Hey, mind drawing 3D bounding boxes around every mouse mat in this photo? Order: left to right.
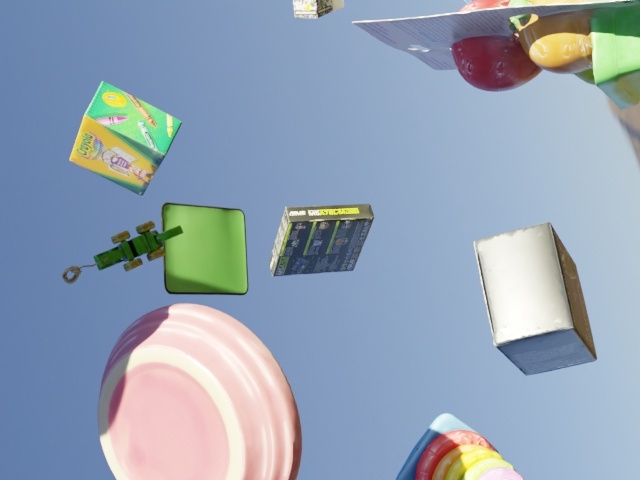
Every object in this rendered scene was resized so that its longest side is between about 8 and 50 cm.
[{"bbox_3d":[-0.193,0.016,1.986,0.190,0.007,0.152,4,-100,-46],"label":"mouse mat"}]

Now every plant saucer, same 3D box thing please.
[{"bbox_3d":[-0.183,0.255,1.604,0.084,0.332,0.332,-20,-90,-56],"label":"plant saucer"}]

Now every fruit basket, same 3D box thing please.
[{"bbox_3d":[0.253,-0.242,1.321,0.327,0.353,0.165,3,-89,-68],"label":"fruit basket"}]

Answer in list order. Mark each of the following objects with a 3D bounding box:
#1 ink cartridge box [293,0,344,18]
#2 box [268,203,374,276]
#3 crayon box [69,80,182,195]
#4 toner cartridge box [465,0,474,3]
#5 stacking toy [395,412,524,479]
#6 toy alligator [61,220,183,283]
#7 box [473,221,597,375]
[{"bbox_3d":[-0.006,-0.291,1.213,0.063,0.029,0.115,-37,-53,-54],"label":"ink cartridge box"},{"bbox_3d":[0.000,0.000,2.430,0.190,0.184,0.045,108,155,-50],"label":"box"},{"bbox_3d":[-0.380,-0.191,2.275,0.165,0.278,0.081,27,-110,-9],"label":"crayon box"},{"bbox_3d":[0.366,-0.488,1.855,0.348,0.165,0.075,-26,-107,-34],"label":"toner cartridge box"},{"bbox_3d":[0.273,0.408,1.913,0.166,0.175,0.302,40,167,-20],"label":"stacking toy"},{"bbox_3d":[-0.295,0.019,1.756,0.056,0.190,0.051,67,166,-1],"label":"toy alligator"},{"bbox_3d":[0.296,0.085,1.612,0.207,0.108,0.153,39,-140,-63],"label":"box"}]
